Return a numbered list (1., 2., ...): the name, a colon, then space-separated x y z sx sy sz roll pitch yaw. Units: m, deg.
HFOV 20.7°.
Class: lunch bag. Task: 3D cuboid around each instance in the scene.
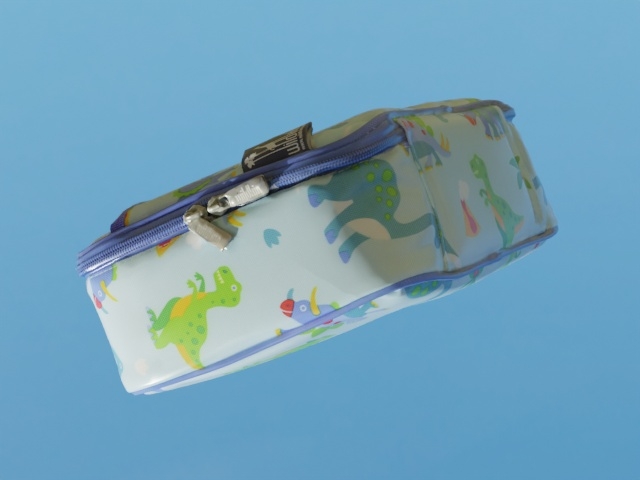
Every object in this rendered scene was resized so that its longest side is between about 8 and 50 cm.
1. lunch bag: 0.000 0.000 0.824 0.176 0.090 0.219 -23 178 28
